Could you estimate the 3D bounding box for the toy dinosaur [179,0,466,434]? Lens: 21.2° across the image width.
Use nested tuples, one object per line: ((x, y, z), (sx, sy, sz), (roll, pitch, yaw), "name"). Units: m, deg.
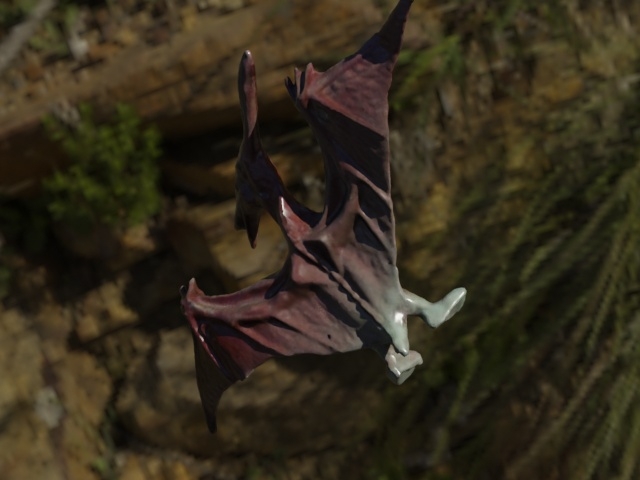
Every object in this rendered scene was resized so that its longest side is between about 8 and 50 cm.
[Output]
((-0.001, 0.001, 0.611), (0.108, 0.220, 0.032), (41, 37, 17), "toy dinosaur")
